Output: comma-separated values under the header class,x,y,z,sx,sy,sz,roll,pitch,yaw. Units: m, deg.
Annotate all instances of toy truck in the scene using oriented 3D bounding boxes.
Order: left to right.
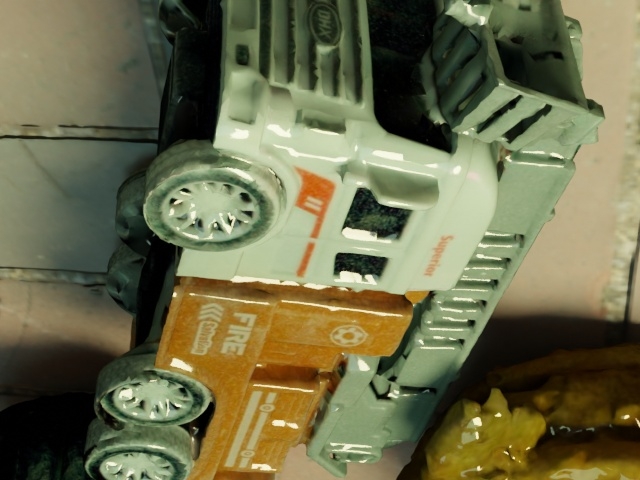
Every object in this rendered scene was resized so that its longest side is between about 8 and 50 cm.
class,x,y,z,sx,sy,sz,roll,pitch,yaw
toy truck,0.000,0.000,0.574,0.184,0.133,0.338,8,141,-13

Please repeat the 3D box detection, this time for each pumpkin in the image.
class,x,y,z,sx,sy,sz,roll,pitch,yaw
pumpkin,-0.136,0.166,0.768,0.194,0.150,0.194,-6,126,-8

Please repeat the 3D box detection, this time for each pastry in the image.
class,x,y,z,sx,sy,sz,roll,pitch,yaw
pastry,0.157,0.156,0.707,0.235,0.132,0.240,16,131,1
